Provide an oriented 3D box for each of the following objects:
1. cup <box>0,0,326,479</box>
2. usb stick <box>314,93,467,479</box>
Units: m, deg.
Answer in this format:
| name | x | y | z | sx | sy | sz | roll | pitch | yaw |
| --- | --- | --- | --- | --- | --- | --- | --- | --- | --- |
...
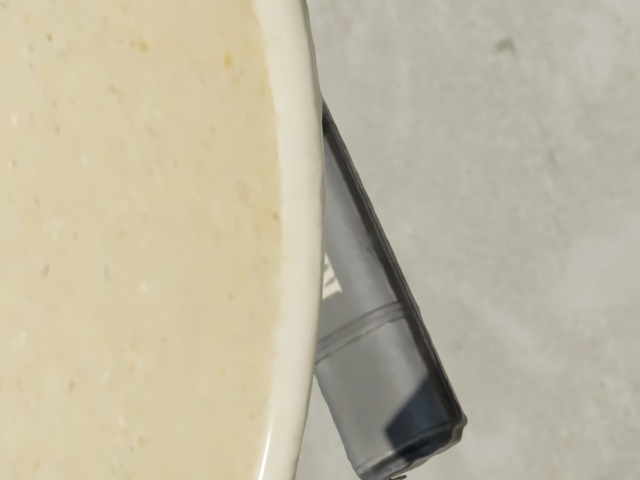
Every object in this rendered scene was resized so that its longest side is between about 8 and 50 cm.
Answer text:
| name | x | y | z | sx | sy | sz | roll | pitch | yaw |
| --- | --- | --- | --- | --- | --- | --- | --- | --- | --- |
| cup | -0.198 | 0.011 | 0.305 | 0.237 | 0.331 | 0.331 | 20 | 137 | 40 |
| usb stick | 0.000 | 0.000 | 1.062 | 0.077 | 0.045 | 0.278 | -34 | 72 | 35 |
